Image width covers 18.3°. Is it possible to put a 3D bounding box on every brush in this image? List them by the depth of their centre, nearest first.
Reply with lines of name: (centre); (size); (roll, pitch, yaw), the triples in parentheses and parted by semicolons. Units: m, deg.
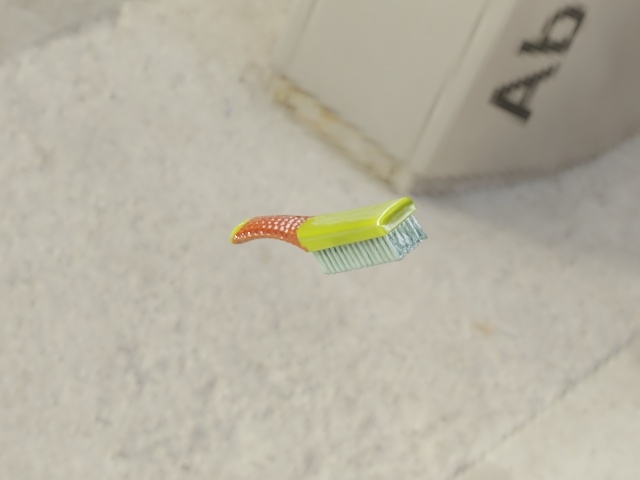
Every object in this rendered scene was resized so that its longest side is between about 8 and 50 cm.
brush: (0.000, 0.000, 0.660); (0.083, 0.021, 0.019); (-4, 28, 47)
